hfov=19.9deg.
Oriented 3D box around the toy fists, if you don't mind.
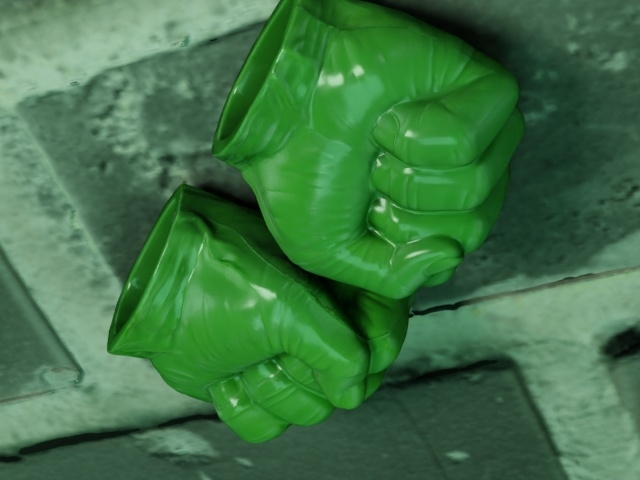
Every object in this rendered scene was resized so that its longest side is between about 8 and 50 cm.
[{"bbox_3d":[0.000,0.000,0.917,0.142,0.096,0.279,22,130,-13],"label":"toy fists"}]
